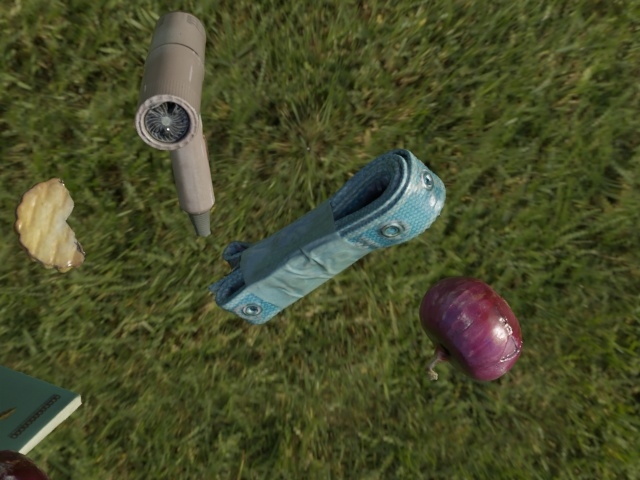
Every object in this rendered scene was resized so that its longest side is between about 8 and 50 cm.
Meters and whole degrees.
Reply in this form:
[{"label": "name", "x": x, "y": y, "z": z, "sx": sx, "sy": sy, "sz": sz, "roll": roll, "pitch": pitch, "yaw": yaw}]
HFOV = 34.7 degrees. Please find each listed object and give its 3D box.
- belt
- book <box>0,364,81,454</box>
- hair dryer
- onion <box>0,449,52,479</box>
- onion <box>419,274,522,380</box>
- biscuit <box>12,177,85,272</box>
[{"label": "belt", "x": 0.000, "y": 0.000, "z": 1.122, "sx": 0.302, "sy": 0.087, "sz": 0.072, "roll": -30, "pitch": 138, "yaw": 30}, {"label": "book", "x": -0.645, "y": 0.297, "z": 1.784, "sx": 0.379, "sy": 0.264, "sz": 0.031, "roll": 14, "pitch": 125, "yaw": 22}, {"label": "hair dryer", "x": -0.127, "y": -0.073, "z": 0.938, "sx": 0.053, "sy": 0.195, "sz": 0.220, "roll": -2, "pitch": 122, "yaw": -2}, {"label": "onion", "x": -0.403, "y": 0.365, "z": 1.303, "sx": 0.140, "sy": 0.218, "sz": 0.195, "roll": 38, "pitch": 90, "yaw": 17}, {"label": "onion", "x": 0.231, "y": 0.137, "z": 1.595, "sx": 0.153, "sy": 0.177, "sz": 0.177, "roll": -20, "pitch": 96, "yaw": -23}, {"label": "biscuit", "x": -0.509, "y": -0.024, "z": 1.899, "sx": 0.118, "sy": 0.061, "sz": 0.183, "roll": -10, "pitch": 76, "yaw": -17}]
